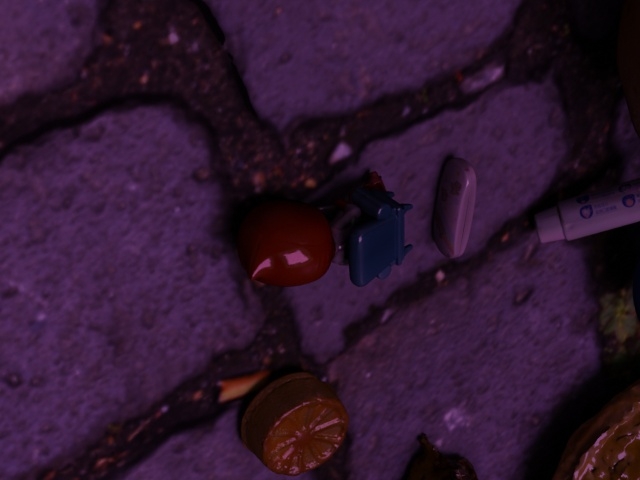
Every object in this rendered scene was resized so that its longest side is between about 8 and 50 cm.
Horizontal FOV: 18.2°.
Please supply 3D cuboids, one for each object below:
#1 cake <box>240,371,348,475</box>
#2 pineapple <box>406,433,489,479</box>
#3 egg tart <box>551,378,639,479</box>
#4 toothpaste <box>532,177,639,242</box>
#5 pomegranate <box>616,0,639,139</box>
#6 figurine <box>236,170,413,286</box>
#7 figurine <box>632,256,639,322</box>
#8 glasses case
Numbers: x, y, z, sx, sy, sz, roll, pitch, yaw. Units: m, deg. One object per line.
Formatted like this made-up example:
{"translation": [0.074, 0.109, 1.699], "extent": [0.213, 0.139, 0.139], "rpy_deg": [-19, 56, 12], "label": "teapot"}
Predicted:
{"translation": [-0.020, 0.143, 1.567], "extent": [0.084, 0.044, 0.084], "rpy_deg": [-18, 128, -23], "label": "cake"}
{"translation": [0.111, 0.279, 1.738], "extent": [0.135, 0.079, 0.233], "rpy_deg": [8, 121, -30], "label": "pineapple"}
{"translation": [0.326, 0.248, 1.796], "extent": [0.294, 0.123, 0.294], "rpy_deg": [-16, 121, -28], "label": "egg tart"}
{"translation": [0.279, -0.039, 1.603], "extent": [0.218, 0.052, 0.033], "rpy_deg": [-16, 137, 7], "label": "toothpaste"}
{"translation": [0.369, -0.141, 1.473], "extent": [0.307, 0.307, 0.307], "rpy_deg": [-19, 129, -25], "label": "pomegranate"}
{"translation": [0.000, 0.000, 1.461], "extent": [0.140, 0.075, 0.068], "rpy_deg": [-17, 129, -28], "label": "figurine"}
{"translation": [0.455, 0.002, 1.721], "extent": [0.416, 0.243, 0.298], "rpy_deg": [-3, 133, -10], "label": "figurine"}
{"translation": [0.104, -0.025, 1.548], "extent": [0.021, 0.032, 0.083], "rpy_deg": [-10, 126, -26], "label": "glasses case"}
